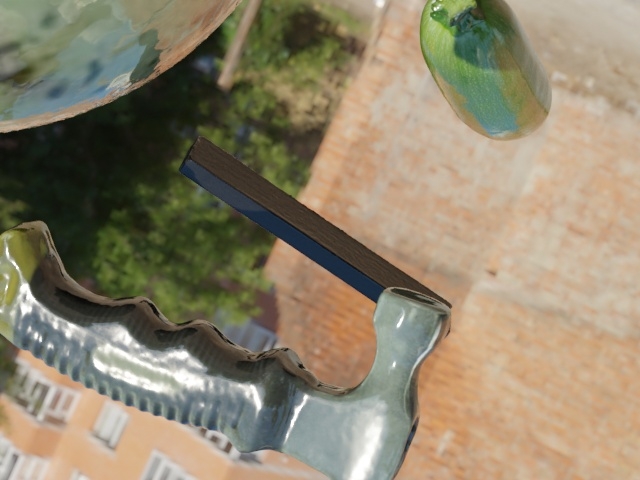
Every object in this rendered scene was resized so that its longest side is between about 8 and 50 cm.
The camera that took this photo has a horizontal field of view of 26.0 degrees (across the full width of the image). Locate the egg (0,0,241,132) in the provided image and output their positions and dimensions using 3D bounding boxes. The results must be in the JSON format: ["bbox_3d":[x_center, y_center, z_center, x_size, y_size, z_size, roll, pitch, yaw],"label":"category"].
[{"bbox_3d":[-0.157,-0.208,0.700,0.288,0.287,0.379,26,-142,13],"label":"egg"}]

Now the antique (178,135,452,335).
[{"bbox_3d":[0.000,0.000,0.840,0.192,0.015,0.031,34,-147,-10],"label":"antique"}]

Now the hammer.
[{"bbox_3d":[-0.063,0.065,0.690,0.226,0.158,0.041,23,-172,7],"label":"hammer"}]

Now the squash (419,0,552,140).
[{"bbox_3d":[0.172,-0.174,1.417,0.107,0.107,0.395,26,177,20],"label":"squash"}]
